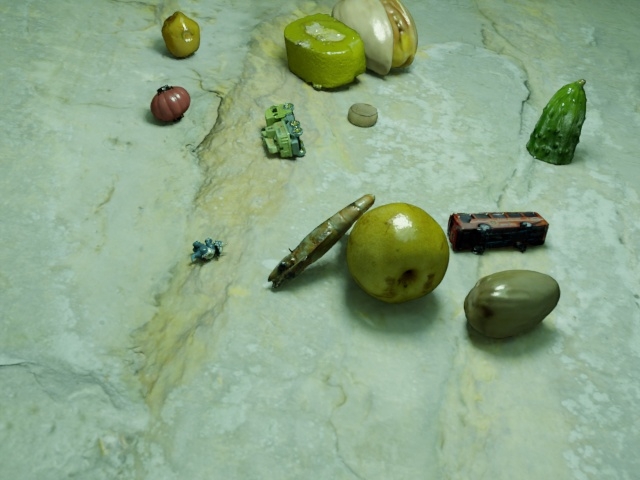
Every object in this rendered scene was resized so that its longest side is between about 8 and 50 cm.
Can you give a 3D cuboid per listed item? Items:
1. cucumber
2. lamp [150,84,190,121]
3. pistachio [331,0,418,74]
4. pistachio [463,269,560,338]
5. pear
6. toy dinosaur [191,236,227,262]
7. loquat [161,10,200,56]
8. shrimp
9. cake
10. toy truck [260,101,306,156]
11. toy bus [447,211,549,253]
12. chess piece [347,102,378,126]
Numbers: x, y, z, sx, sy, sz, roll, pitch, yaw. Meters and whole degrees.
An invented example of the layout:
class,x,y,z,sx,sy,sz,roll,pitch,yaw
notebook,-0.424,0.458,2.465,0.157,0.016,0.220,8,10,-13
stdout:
class,x,y,z,sx,sy,sz,roll,pitch,yaw
cucumber,0.645,-0.325,2.057,0.134,0.245,0.134,6,44,-6
lamp,-0.386,-0.353,1.997,0.107,0.092,0.107,-23,24,11
pistachio,0.159,-0.643,2.376,0.229,0.230,0.309,-24,66,-35
pistachio,0.380,0.123,1.537,0.206,0.132,0.129,-6,-1,-24
pear,0.152,0.020,1.556,0.208,0.209,0.209,6,38,-4
toy dinosaur,-0.233,0.021,1.607,0.083,0.031,0.047,-16,43,-28
loquat,-0.410,-0.607,2.287,0.113,0.137,0.137,-32,48,-6
shrimp,0.000,0.000,1.630,0.296,0.169,0.058,-40,88,-13
cake,0.007,-0.552,2.280,0.179,0.156,0.260,-29,45,-18
toy truck,-0.100,-0.277,1.977,0.100,0.077,0.169,-13,45,-6
toy bus,0.401,-0.023,1.768,0.234,0.074,0.096,-1,30,-14
chess piece,0.117,-0.346,2.135,0.083,0.038,0.084,4,37,-3
